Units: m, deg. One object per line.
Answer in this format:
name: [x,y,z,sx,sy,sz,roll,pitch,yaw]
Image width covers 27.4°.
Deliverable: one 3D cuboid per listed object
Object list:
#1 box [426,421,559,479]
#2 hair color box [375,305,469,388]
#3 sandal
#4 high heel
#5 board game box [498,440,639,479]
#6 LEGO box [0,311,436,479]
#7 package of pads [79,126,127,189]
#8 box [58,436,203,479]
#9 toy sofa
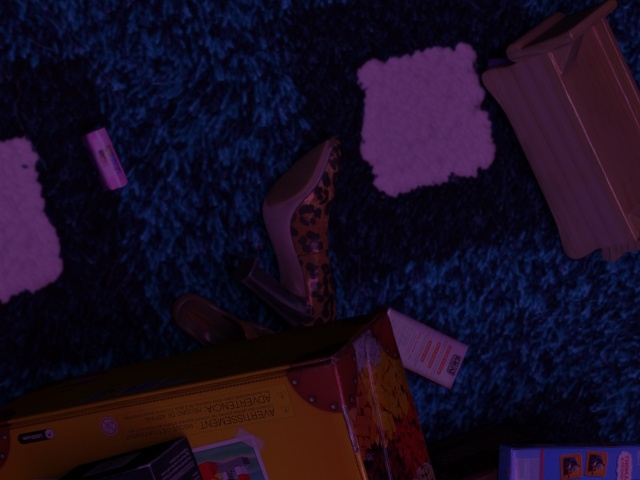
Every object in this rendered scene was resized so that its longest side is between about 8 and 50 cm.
box: [0.241,0.373,1.861,0.168,0.203,0.167,-15,97,-19]
hair color box: [0.136,0.154,1.900,0.141,0.043,0.072,27,82,-18]
sandal: [-0.122,0.131,1.801,0.180,0.049,0.072,32,81,-18]
high heel: [0.000,0.000,1.841,0.186,0.093,0.261,42,68,-34]
board game box: [0.338,0.353,1.766,0.211,0.039,0.160,2,91,-20]
LEGO box: [-0.122,0.328,1.586,0.500,0.193,0.373,-13,98,22]
package of pads: [-0.286,-0.107,1.734,0.032,0.050,0.083,-26,100,-20]
box: [-0.203,0.319,1.456,0.156,0.093,0.158,-18,95,25]
toy sofa: [0.406,-0.159,1.953,0.150,0.177,0.363,-38,105,-41]
